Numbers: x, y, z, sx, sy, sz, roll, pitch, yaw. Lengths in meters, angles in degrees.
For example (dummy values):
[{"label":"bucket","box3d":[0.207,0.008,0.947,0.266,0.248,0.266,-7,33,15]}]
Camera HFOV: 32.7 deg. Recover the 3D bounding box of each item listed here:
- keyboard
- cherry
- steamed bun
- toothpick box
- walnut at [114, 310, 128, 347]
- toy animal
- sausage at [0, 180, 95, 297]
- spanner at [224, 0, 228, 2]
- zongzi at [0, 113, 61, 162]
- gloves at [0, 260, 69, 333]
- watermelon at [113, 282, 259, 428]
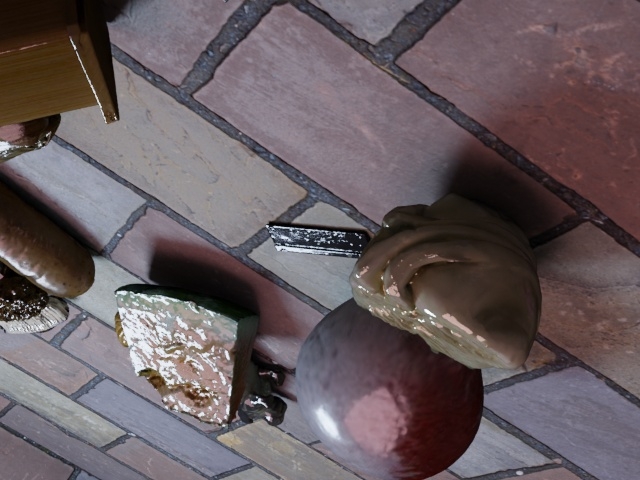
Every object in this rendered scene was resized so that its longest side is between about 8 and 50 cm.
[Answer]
[{"label":"keyboard","box3d":[0.000,0.000,1.770,0.195,0.018,0.060,5,138,32]},{"label":"cherry","box3d":[0.111,0.223,1.799,0.326,0.291,0.335,18,133,34]},{"label":"steamed bun","box3d":[0.192,0.040,1.482,0.268,0.207,0.280,27,170,6]},{"label":"toothpick box","box3d":[-0.433,-0.242,1.402,0.308,0.187,0.190,-12,148,-1]},{"label":"walnut","box3d":[-0.379,0.178,2.281,0.105,0.105,0.124,20,166,10]},{"label":"toy animal","box3d":[-0.157,0.315,2.322,0.168,0.106,0.343,9,151,26]},{"label":"sausage","box3d":[-0.631,-0.055,2.074,0.501,0.123,0.136,40,177,-24]},{"label":"spanner","box3d":[-0.042,-0.347,1.229,0.093,0.026,0.325,35,152,-18]},{"label":"zongzi","box3d":[-0.589,-0.183,1.705,0.286,0.134,0.288,-11,176,40]},{"label":"gloves","box3d":[-0.664,0.097,2.333,0.210,0.135,0.312,12,146,32]},{"label":"watermelon","box3d":[-0.258,0.186,2.111,0.264,0.151,0.302,12,125,14]}]
